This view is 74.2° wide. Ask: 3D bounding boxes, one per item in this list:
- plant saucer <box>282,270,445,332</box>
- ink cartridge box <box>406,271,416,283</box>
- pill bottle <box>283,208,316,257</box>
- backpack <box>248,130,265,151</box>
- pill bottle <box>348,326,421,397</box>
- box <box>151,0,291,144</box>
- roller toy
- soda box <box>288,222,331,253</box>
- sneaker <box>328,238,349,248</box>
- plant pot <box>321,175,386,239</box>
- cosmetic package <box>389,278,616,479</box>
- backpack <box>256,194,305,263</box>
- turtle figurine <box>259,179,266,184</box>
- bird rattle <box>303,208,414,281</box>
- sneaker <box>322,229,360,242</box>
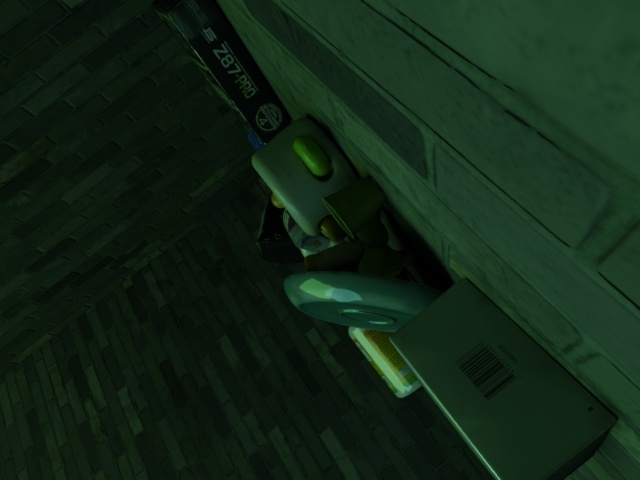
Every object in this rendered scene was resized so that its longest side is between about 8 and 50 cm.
[{"bbox_3d":[0.085,0.121,0.758,0.318,0.043,0.317,9,161,3],"label":"plant saucer"},{"bbox_3d":[0.186,0.108,1.123,0.330,0.071,0.324,51,179,6],"label":"ink cartridge box"},{"bbox_3d":[-0.018,-0.052,1.415,0.181,0.181,0.323,53,179,-29],"label":"pill bottle"},{"bbox_3d":[-0.126,-0.273,1.102,0.120,0.098,0.101,52,150,17],"label":"backpack"},{"bbox_3d":[0.151,0.216,0.965,0.245,0.136,0.136,51,179,13],"label":"pill bottle"},{"bbox_3d":[-0.245,-0.426,1.003,0.318,0.097,0.395,51,180,-38],"label":"box"},{"bbox_3d":[-0.028,-0.110,0.787,0.209,0.146,0.191,52,180,-39],"label":"roller toy"},{"bbox_3d":[0.000,0.000,1.187,0.183,0.058,0.063,20,-152,-45],"label":"soda box"},{"bbox_3d":[0.052,0.072,1.039,0.091,0.126,0.240,27,175,18],"label":"sneaker"},{"bbox_3d":[0.057,-0.058,0.666,0.083,0.079,0.083,52,178,2],"label":"plant pot"},{"bbox_3d":[0.235,0.212,0.574,0.224,0.138,0.224,51,180,42],"label":"cosmetic package"},{"bbox_3d":[-0.118,-0.063,1.748,0.273,0.290,0.355,95,169,-51],"label":"backpack"},{"bbox_3d":[-0.147,-0.257,1.719,0.234,0.118,0.175,39,-150,17],"label":"turtle figurine"},{"bbox_3d":[0.069,0.044,0.803,0.253,0.207,0.143,77,179,-71],"label":"bird rattle"},{"bbox_3d":[0.044,-0.054,1.040,0.131,0.112,0.319,45,-176,11],"label":"sneaker"}]
